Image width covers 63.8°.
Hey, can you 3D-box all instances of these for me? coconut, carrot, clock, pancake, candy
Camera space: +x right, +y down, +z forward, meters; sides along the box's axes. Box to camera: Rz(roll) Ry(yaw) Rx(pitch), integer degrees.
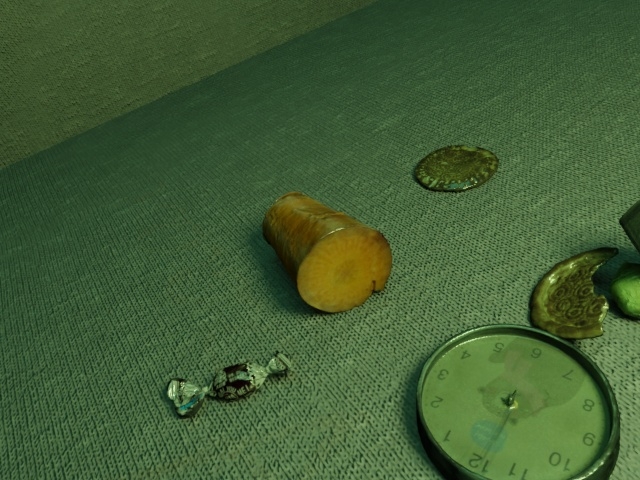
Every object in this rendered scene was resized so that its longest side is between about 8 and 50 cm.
[{"bbox_3d":[0.513,0.077,0.826,0.088,0.088,0.096,-16,66,0],"label":"coconut"},{"bbox_3d":[0.000,0.000,1.019,0.196,0.196,0.254,-26,37,-12],"label":"carrot"},{"bbox_3d":[0.273,0.238,0.736,0.281,0.055,0.280,-10,39,8],"label":"clock"},{"bbox_3d":[0.427,0.086,0.839,0.184,0.020,0.190,-34,24,14],"label":"pancake"},{"bbox_3d":[-0.156,0.239,0.888,0.226,0.051,0.094,-15,36,2],"label":"candy"},{"bbox_3d":[0.327,-0.178,1.244,0.199,0.021,0.199,-10,39,8],"label":"pancake"}]

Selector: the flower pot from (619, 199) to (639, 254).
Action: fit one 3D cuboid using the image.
[{"bbox_3d":[0.576,0.019,0.783,0.103,0.229,0.108,-47,25,31],"label":"flower pot"}]
